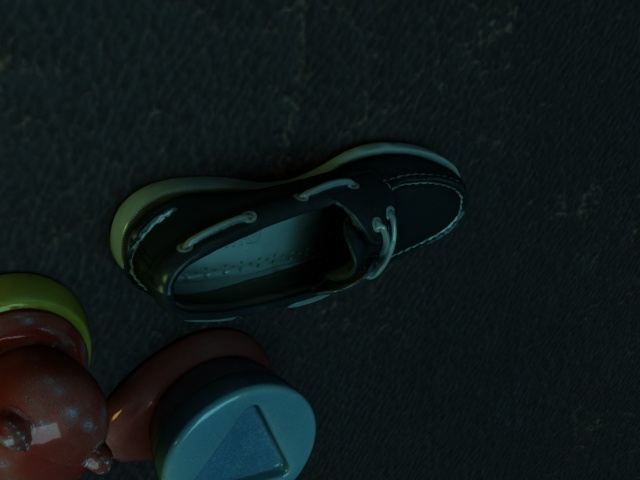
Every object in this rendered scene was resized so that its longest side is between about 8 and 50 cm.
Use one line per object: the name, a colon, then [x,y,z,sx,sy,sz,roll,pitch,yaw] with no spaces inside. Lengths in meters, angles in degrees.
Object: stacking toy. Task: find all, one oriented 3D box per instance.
stacking toy: [-0.160,0.191,0.723,0.308,0.130,0.280,16,109,-40]

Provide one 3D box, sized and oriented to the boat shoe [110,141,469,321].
boat shoe: [0.000,0.000,0.732,0.302,0.091,0.114,-14,126,-27]
